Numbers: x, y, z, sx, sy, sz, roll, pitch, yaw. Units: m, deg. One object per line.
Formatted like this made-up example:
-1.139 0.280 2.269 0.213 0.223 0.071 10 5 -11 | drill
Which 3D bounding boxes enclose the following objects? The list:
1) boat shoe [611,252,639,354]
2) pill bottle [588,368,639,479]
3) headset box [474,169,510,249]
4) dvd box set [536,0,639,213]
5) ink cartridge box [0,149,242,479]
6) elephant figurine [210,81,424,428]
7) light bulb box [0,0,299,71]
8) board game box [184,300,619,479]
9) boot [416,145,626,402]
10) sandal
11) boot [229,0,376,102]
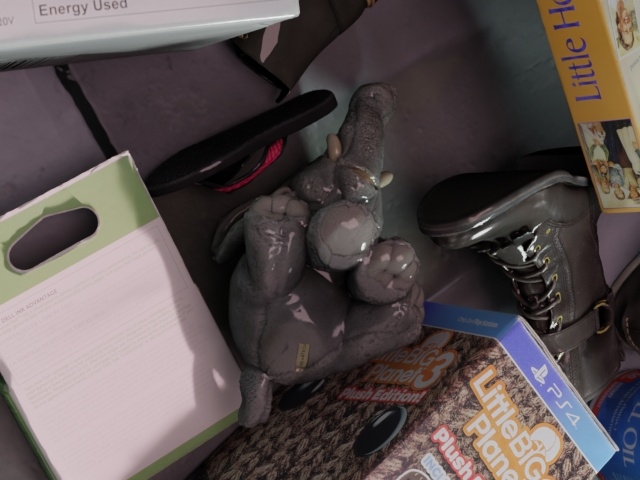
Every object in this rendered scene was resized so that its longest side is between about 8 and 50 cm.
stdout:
0.398 -0.026 1.277 0.112 0.095 0.335 41 76 -21 | boat shoe
0.346 0.187 1.192 0.124 0.221 0.124 -1 92 -25 | pill bottle
0.180 -0.023 1.210 0.062 0.032 0.083 16 84 -26 | headset box
0.264 -0.278 1.128 0.307 0.062 0.420 -45 121 -42 | dvd box set
-0.173 0.072 1.036 0.171 0.056 0.235 -31 102 -21 | ink cartridge box
0.000 0.000 1.076 0.186 0.239 0.169 -14 116 2 | elephant figurine
-0.234 -0.298 0.898 0.358 0.225 0.361 -10 96 -24 | light bulb box
0.038 0.195 1.043 0.291 0.232 0.141 -43 108 -18 | board game box
0.187 0.048 1.129 0.263 0.091 0.229 -18 105 -46 | boot
-0.058 -0.070 1.081 0.179 0.067 0.040 -28 115 -24 | sandal
-0.052 -0.221 1.074 0.198 0.077 0.137 41 81 -20 | boot
